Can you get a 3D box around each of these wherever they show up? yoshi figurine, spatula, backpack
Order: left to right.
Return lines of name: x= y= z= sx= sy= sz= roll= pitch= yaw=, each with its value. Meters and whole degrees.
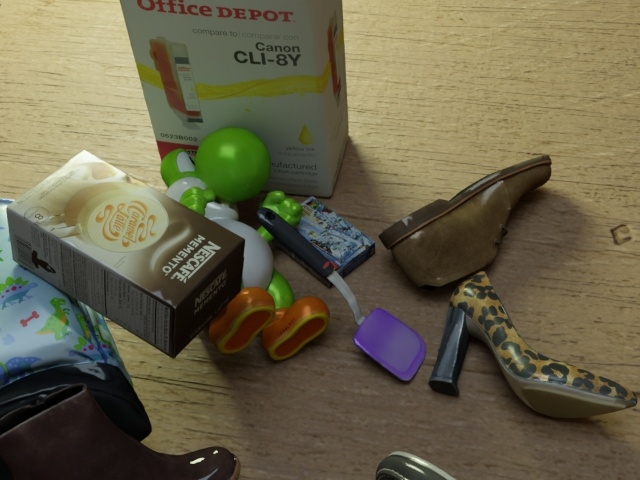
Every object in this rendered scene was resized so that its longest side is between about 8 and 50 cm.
backpack: x=-0.404 y=0.121 z=1.277 sx=0.290 sy=0.273 sz=0.355 roll=-21 pitch=37 yaw=-4
yoshi figurine: x=-0.112 y=-0.026 z=1.382 sx=0.203 sy=0.203 sz=0.362 roll=-20 pitch=53 yaw=-14
spatula: x=0.024 y=0.062 z=1.324 sx=0.296 sy=0.030 sz=0.084 roll=47 pitch=47 yaw=-5

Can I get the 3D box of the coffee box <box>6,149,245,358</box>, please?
coffee box: x=-0.228 y=0.011 z=1.190 sx=0.246 sy=0.098 sz=0.141 roll=28 pitch=48 yaw=16

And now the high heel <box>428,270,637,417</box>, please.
high heel: x=0.281 y=0.124 z=1.287 sx=0.261 sy=0.093 sz=0.186 roll=7 pitch=55 yaw=23

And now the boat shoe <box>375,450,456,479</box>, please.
boat shoe: x=0.156 y=0.363 z=1.075 sx=0.095 sy=0.112 sz=0.335 roll=-22 pitch=51 yaw=-35

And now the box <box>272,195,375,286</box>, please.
box: x=0.000 y=0.000 z=1.469 sx=0.094 sy=0.027 sz=0.137 roll=-35 pitch=55 yaw=-25

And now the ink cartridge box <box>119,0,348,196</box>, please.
ink cartridge box: x=-0.114 y=-0.259 z=1.469 sx=0.279 sy=0.385 sz=0.160 roll=7 pitch=50 yaw=11

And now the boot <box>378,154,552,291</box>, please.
boot: x=0.231 y=-0.027 z=1.449 sx=0.305 sy=0.112 sz=0.115 roll=-29 pitch=83 yaw=-25

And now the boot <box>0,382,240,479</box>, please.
boot: x=-0.228 y=0.248 z=1.146 sx=0.248 sy=0.207 sz=0.090 roll=-23 pitch=30 yaw=-11
